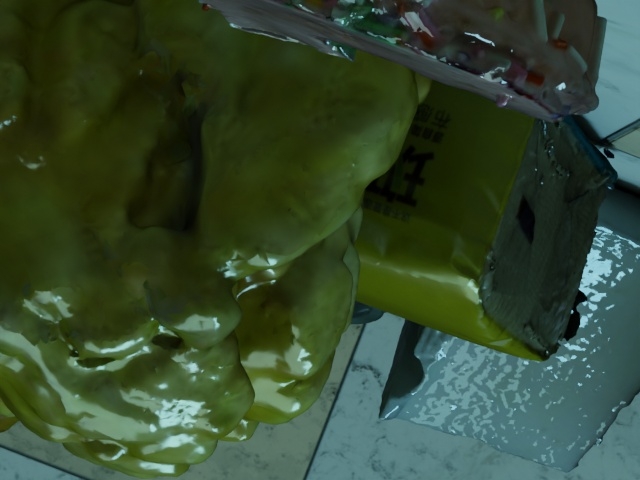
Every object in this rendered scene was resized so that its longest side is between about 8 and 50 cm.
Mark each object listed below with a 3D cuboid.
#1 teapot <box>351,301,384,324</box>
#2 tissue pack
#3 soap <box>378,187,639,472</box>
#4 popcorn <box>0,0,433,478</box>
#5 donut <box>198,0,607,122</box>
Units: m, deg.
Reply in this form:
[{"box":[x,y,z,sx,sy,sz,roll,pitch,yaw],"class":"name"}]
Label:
[{"box":[0.000,0.000,1.383,0.239,0.149,0.162,-5,152,42],"class":"teapot"},{"box":[0.011,-0.042,1.096,0.271,0.134,0.192,20,176,24],"class":"tissue pack"},{"box":[0.173,-0.015,1.406,0.159,0.258,0.302,21,-138,-5],"class":"soap"},{"box":[-0.089,-0.019,0.905,0.332,0.265,0.225,-15,-167,33],"class":"popcorn"},{"box":[0.018,-0.096,0.700,0.166,0.065,0.117,19,178,22],"class":"donut"}]
